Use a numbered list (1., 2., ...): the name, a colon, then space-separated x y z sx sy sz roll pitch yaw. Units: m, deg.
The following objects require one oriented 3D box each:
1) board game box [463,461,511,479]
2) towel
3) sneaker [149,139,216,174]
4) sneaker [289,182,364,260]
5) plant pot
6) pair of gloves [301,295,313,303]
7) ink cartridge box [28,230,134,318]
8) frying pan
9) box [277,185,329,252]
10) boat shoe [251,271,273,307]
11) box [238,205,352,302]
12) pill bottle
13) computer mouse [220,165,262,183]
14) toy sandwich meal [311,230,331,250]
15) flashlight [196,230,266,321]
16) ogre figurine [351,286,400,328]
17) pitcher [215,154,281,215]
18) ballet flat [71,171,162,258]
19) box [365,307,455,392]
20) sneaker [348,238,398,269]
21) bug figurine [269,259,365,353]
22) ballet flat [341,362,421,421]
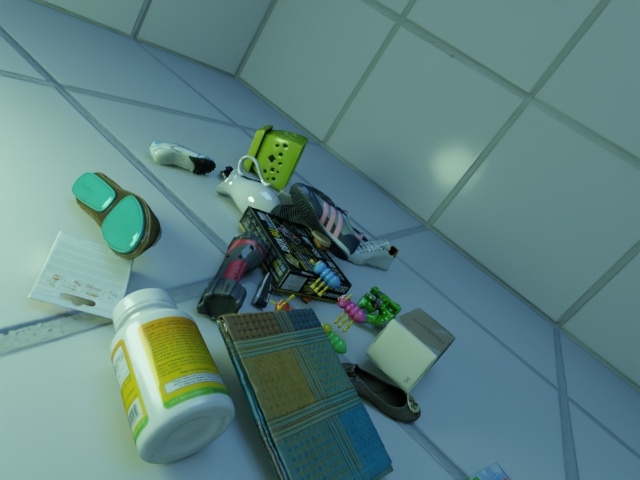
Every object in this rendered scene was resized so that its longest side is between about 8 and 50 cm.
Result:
1. board game box: 0.376 0.570 0.892 0.212 0.039 0.160 13 29 -46
2. towel: -0.027 0.294 0.802 0.272 0.040 0.370 8 44 -50
3. sneaker: -0.463 -0.287 1.451 0.237 0.085 0.086 10 47 -46
4. sneaker: 0.025 -0.087 1.451 0.318 0.131 0.112 53 -24 -19
5. plant pot: -0.199 -0.376 1.866 0.207 0.228 0.227 24 22 -5
6. pair of gloves: -0.057 0.144 1.220 0.083 0.010 0.074 35 21 5
7. ink cartridge box: -0.435 0.073 0.789 0.146 0.045 0.179 23 32 -28
8. frying pan: 0.021 -0.106 1.537 0.326 0.053 0.197 42 25 24
9. box: -0.049 -0.077 1.579 0.275 0.113 0.094 34 21 3
10. boat shoe: -0.140 0.126 1.087 0.038 0.046 0.125 31 24 -9
11. box: -0.081 0.040 1.300 0.257 0.079 0.322 16 26 -42
12. pill bottle: -0.241 0.194 0.659 0.137 0.136 0.245 11 31 -46
13. computer mouse: -0.274 -0.218 1.583 0.184 0.060 0.262 22 16 -28
14. toy sandwich meal: 0.000 0.000 1.383 0.086 0.029 0.085 32 15 -9
15. flashlight: -0.198 0.079 1.028 0.103 0.103 0.304 32 19 -13
16. ogre figurine: 0.177 0.212 1.307 0.118 0.096 0.197 28 7 17
17. pitcher: -0.222 -0.168 1.425 0.207 0.177 0.125 38 16 11
18. ballet flat: -0.421 -0.044 0.922 0.343 0.116 0.124 30 -11 36
19. box: 0.255 0.285 1.160 0.148 0.121 0.311 40 13 20
20. sneaker: 0.194 0.031 1.690 0.290 0.123 0.105 13 31 -41
21. bug figurine: 0.007 0.169 1.067 0.216 0.072 0.279 43 40 2
22. ballet flat: 0.139 0.349 0.995 0.250 0.058 0.084 30 22 -10
